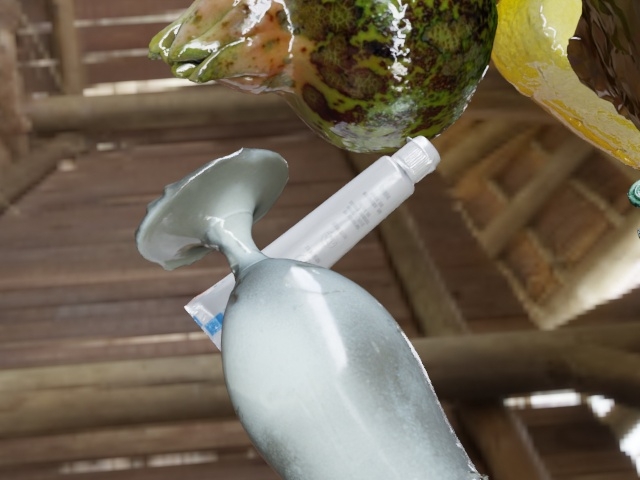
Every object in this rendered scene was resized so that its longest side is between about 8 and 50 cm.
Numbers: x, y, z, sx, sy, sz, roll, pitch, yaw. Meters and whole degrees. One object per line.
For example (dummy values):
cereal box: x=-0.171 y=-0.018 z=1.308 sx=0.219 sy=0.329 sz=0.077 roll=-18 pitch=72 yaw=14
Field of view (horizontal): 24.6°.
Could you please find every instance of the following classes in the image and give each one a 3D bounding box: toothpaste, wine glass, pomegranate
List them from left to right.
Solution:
wine glass: x=-0.006 y=0.062 z=0.765 sx=0.222 sy=0.103 sz=0.103 roll=57 pitch=-16 yaw=22
toothpaste: x=0.000 y=0.000 z=0.948 sx=0.048 sy=0.190 sz=0.031 roll=50 pitch=-8 yaw=-1
pomegranate: x=0.008 y=-0.172 z=1.181 sx=0.204 sy=0.276 sz=0.222 roll=52 pitch=13 yaw=-70

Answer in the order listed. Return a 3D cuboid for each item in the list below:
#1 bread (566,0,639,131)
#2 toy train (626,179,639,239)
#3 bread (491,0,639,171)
bread: x=0.120 y=-0.087 z=0.331 sx=0.160 sy=0.147 sz=0.260 roll=65 pitch=-14 yaw=-24
toy train: x=0.186 y=-0.001 z=0.705 sx=0.103 sy=0.064 sz=0.044 roll=-91 pitch=163 yaw=-50
bread: x=0.246 y=-0.137 z=1.220 sx=0.094 sy=0.245 sz=0.102 roll=-20 pitch=-133 yaw=58
